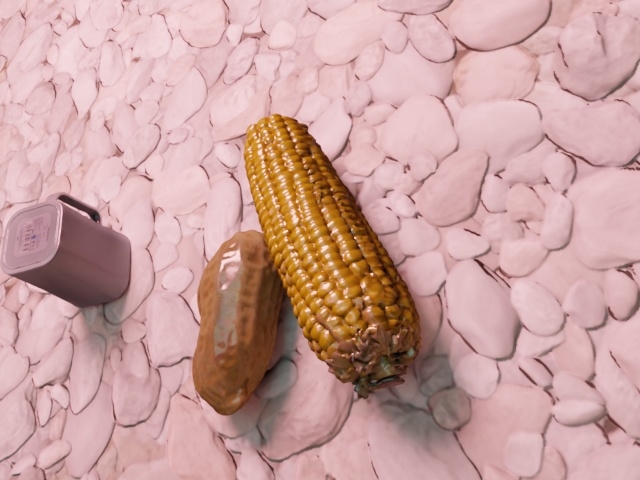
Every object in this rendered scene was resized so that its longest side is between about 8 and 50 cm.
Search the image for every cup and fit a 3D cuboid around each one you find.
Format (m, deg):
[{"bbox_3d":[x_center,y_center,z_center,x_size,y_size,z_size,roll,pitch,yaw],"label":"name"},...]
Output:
[{"bbox_3d":[-0.311,0.004,0.732,0.095,0.129,0.128,-13,64,16],"label":"cup"}]

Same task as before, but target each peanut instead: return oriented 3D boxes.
[{"bbox_3d":[-0.090,0.081,0.613,0.093,0.083,0.194,8,75,15],"label":"peanut"}]

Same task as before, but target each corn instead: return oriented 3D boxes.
[{"bbox_3d":[0.000,0.000,0.578,0.115,0.115,0.318,-35,59,12],"label":"corn"}]
